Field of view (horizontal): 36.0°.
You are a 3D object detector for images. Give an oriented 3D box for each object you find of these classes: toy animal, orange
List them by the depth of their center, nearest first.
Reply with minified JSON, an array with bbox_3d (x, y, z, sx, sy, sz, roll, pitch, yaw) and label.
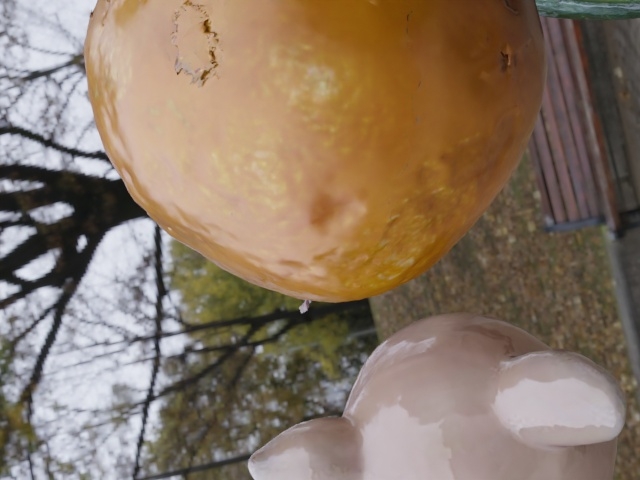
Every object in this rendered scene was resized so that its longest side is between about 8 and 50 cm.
[{"bbox_3d":[-0.002,-0.093,0.539,0.246,0.246,0.246,-14,-90,-82],"label":"orange"},{"bbox_3d":[0.111,0.208,0.664,0.326,0.237,0.269,-89,-24,-43],"label":"toy animal"}]

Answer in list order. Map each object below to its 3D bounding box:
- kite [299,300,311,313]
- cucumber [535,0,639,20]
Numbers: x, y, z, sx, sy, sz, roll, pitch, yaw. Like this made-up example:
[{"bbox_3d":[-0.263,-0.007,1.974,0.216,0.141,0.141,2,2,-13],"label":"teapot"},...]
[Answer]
[{"bbox_3d":[0.001,-0.001,1.021,0.141,0.015,0.245,51,144,8],"label":"kite"},{"bbox_3d":[0.218,-0.248,0.914,0.115,0.244,0.063,-59,-28,-14],"label":"cucumber"}]
